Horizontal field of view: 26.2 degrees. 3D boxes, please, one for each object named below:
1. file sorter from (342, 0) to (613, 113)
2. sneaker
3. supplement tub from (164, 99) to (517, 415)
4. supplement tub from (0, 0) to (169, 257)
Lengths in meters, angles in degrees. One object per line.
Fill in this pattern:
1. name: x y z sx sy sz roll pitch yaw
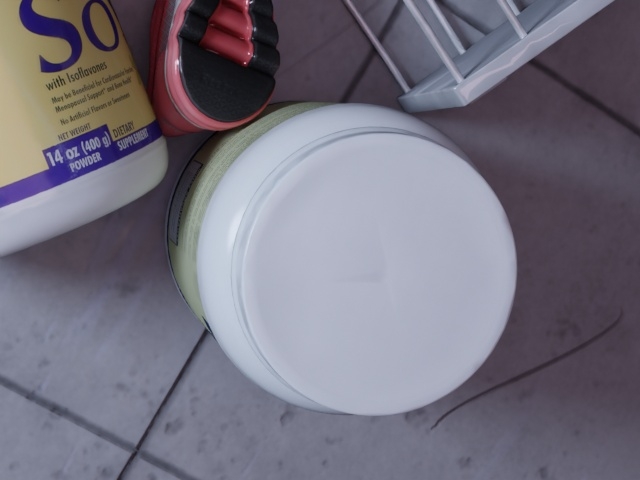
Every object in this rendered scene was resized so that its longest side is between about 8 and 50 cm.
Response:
1. file sorter: 0.164 -0.259 1.187 0.277 0.193 0.173 -35 100 -7
2. sneaker: -0.094 -0.230 1.172 0.116 0.136 0.314 24 67 -27
3. supplement tub: 0.007 0.006 1.101 0.235 0.325 0.235 -1 97 -13
4. supplement tub: -0.280 -0.162 1.068 0.241 0.241 0.331 -22 101 -10
